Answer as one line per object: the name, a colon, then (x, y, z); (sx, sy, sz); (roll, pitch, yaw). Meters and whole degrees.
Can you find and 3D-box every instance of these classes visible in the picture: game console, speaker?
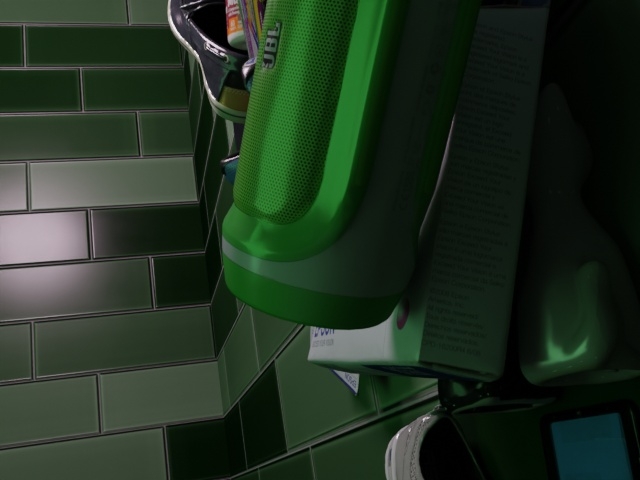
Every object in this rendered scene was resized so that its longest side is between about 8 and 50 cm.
game console: (0.178, 0.182, 0.514); (0.071, 0.107, 0.122); (53, 158, 8)
speaker: (0.022, -0.104, 0.417); (0.131, 0.131, 0.296); (-136, 55, -67)

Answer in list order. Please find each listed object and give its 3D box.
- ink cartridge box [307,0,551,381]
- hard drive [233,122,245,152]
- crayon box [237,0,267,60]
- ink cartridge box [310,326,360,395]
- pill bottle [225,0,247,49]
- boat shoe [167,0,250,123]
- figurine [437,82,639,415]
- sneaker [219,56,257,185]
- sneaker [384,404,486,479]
ink cartridge box: (0.078, -0.050, 0.606); (0.324, 0.071, 0.330); (140, 142, -74)
hard drive: (-0.154, -0.234, 1.592); (0.172, 0.054, 0.254); (110, 151, -55)
crayon box: (-0.043, -0.281, 0.967); (0.313, 0.106, 0.363); (-110, 8, -46)
ink cartridge box: (0.035, 0.081, 1.021); (0.223, 0.045, 0.224); (-153, 62, -69)
pill bottle: (-0.112, -0.463, 1.268); (0.121, 0.121, 0.221); (-170, 76, -74)
boat shoe: (-0.208, -0.452, 1.518); (0.156, 0.187, 0.500); (108, 149, -41)
figurine: (0.151, 0.014, 0.544); (0.215, 0.092, 0.209); (124, 143, -64)
sneaker: (-0.005, -0.179, 0.753); (0.330, 0.147, 0.130); (-59, 5, 12)
sneaker: (0.123, 0.289, 0.663); (0.115, 0.105, 0.281); (104, 157, -47)
